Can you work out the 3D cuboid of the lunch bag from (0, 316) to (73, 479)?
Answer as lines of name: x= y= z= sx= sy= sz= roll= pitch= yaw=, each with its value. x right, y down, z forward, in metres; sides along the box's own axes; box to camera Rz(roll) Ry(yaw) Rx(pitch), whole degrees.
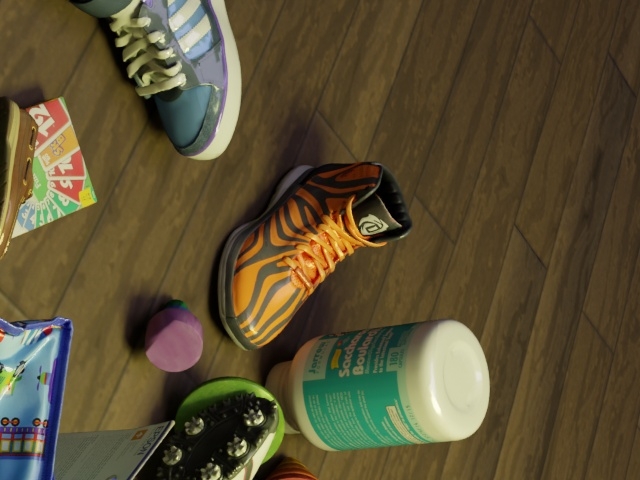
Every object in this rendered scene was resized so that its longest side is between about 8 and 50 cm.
lunch bag: x=-0.346 y=0.221 z=1.548 sx=0.138 sy=0.221 sz=0.293 roll=12 pitch=73 yaw=-53

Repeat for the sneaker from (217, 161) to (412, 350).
sneaker: x=0.000 y=0.000 z=2.112 sx=0.124 sy=0.180 sz=0.321 roll=56 pitch=42 yaw=-30

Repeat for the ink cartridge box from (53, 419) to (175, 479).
ink cartridge box: x=-0.265 y=0.266 z=1.649 sx=0.223 sy=0.224 sz=0.045 roll=-53 pitch=123 yaw=-45

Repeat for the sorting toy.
sorting toy: x=-0.095 y=0.209 z=2.030 sx=0.365 sy=0.127 sz=0.126 roll=58 pitch=12 yaw=-24

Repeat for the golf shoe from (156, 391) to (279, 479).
golf shoe: x=-0.132 y=0.293 z=1.909 sx=0.273 sy=0.105 sz=0.120 roll=-52 pitch=137 yaw=-19

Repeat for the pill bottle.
pill bottle: x=0.062 y=0.180 z=2.083 sx=0.146 sy=0.264 sz=0.146 roll=19 pitch=66 yaw=-52

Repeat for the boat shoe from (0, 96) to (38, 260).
boat shoe: x=-0.317 y=-0.057 z=1.733 sx=0.060 sy=0.064 sz=0.178 roll=28 pitch=58 yaw=-45

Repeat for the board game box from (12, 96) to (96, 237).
board game box: x=-0.343 y=-0.061 z=1.784 sx=0.259 sy=0.039 sz=0.124 roll=-28 pitch=104 yaw=-50

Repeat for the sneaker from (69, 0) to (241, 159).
sneaker: x=-0.220 y=-0.249 z=1.934 sx=0.236 sy=0.130 sz=0.322 roll=-5 pitch=90 yaw=-45
